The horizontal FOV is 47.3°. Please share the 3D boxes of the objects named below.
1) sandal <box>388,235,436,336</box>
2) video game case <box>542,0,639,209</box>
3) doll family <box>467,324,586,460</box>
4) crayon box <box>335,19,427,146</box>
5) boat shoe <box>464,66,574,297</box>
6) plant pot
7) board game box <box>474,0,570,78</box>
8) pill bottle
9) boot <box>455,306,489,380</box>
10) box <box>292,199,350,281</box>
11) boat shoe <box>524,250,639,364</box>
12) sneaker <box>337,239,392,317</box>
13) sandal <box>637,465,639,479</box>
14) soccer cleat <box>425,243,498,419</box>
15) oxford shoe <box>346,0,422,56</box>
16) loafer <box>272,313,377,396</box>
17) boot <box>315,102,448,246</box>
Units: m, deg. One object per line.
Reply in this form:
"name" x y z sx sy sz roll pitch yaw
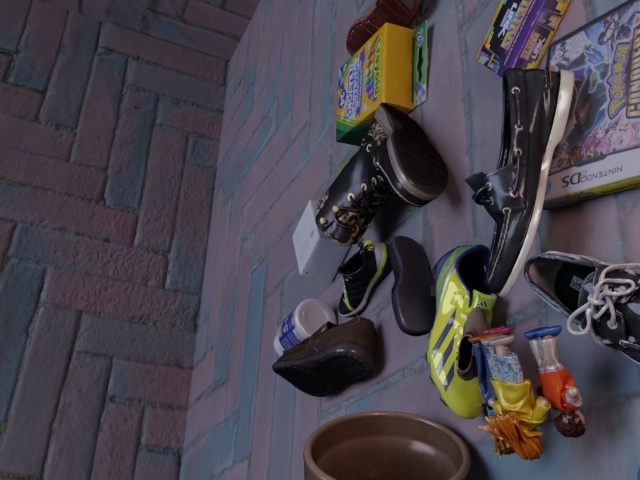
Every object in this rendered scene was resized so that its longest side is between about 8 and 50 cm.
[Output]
"sandal" 0.172 0.093 1.387 0.254 0.097 0.054 -86 21 -53
"video game case" 0.402 -0.196 1.037 0.248 0.035 0.275 161 120 -67
"doll family" 0.249 0.206 0.974 0.263 0.118 0.163 129 127 -82
"crayon box" 0.138 -0.375 1.751 0.323 0.083 0.203 153 123 -63
"boat shoe" 0.269 -0.092 1.056 0.127 0.113 0.340 -4 -71 -85
"plant pot" 0.107 0.434 1.175 0.263 0.263 0.229 -142 48 -68
"board game box" 0.348 -0.369 1.269 0.141 0.048 0.170 -113 41 -60
"pill bottle" -0.046 0.231 1.830 0.187 0.112 0.112 131 146 -51
"boot" 0.227 0.152 1.097 0.087 0.042 0.118 37 -124 -64
"box" 0.000 0.000 1.884 0.170 0.091 0.130 -104 34 -52
"boat shoe" 0.357 0.076 0.883 0.306 0.105 0.113 -128 54 -65
"sneaker" 0.075 0.078 1.629 0.084 0.097 0.235 -99 30 -46
"sandal" 0.415 0.131 0.694 0.317 0.126 0.138 -58 25 20
"soccer cleat" 0.237 0.138 1.180 0.121 0.093 0.289 -35 45 51
"oxford shoe" 0.174 -0.551 1.797 0.130 0.123 0.348 -56 10 -25
"loafer" 0.022 0.260 1.656 0.366 0.134 0.130 -25 30 53
"boot" 0.114 -0.103 1.525 0.284 0.138 0.377 -54 24 24
